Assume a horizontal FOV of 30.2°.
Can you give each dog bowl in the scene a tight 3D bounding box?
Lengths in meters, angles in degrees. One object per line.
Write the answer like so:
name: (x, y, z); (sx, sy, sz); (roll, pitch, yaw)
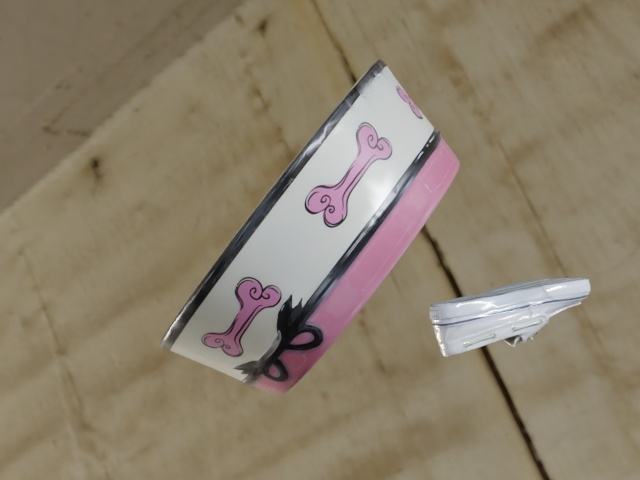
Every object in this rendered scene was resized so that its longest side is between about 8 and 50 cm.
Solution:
dog bowl: (0.000, 0.000, 1.350); (0.408, 0.150, 0.408); (-52, 1, 2)

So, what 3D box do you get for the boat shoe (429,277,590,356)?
boat shoe: (0.247, 0.100, 1.540); (0.226, 0.076, 0.083); (-10, 4, -14)
